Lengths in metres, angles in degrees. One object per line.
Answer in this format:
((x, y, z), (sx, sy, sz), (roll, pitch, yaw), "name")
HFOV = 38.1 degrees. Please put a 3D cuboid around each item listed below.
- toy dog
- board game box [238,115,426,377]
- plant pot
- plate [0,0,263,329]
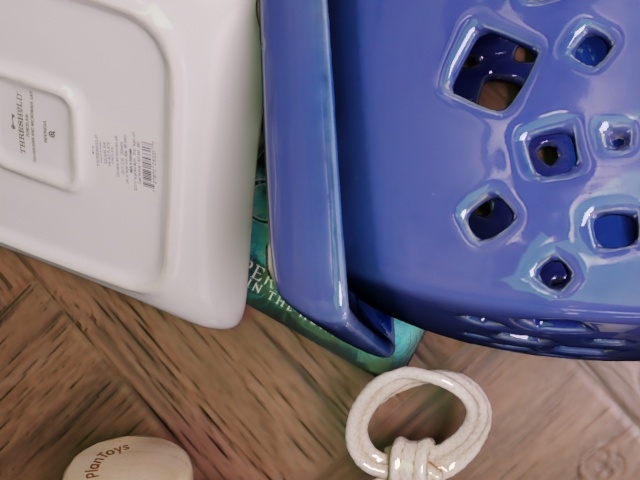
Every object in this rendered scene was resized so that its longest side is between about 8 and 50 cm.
((-0.028, 0.226, 0.558), (0.333, 0.161, 0.220), (-15, 111, 14), "toy dog")
((0.000, 0.000, 0.636), (0.186, 0.026, 0.126), (28, 95, 10), "board game box")
((0.088, -0.051, 0.499), (0.212, 0.236, 0.236), (-5, 78, 11), "plant pot")
((-0.171, -0.079, 0.585), (0.278, 0.045, 0.277), (19, 127, 13), "plate")
